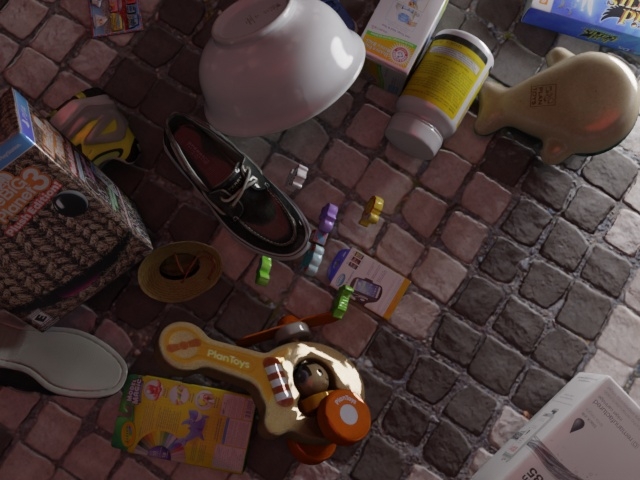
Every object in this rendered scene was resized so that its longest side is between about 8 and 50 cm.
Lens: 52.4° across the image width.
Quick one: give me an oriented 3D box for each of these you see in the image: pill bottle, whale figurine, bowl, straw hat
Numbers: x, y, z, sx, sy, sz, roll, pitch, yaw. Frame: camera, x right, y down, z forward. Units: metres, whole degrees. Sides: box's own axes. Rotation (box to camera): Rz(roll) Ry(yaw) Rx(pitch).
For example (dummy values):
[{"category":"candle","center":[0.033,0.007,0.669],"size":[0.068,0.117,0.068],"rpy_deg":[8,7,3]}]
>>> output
[{"category":"pill bottle","center":[0.206,-0.254,1.148],"size":[0.119,0.119,0.208],"rpy_deg":[30,81,4]},{"category":"whale figurine","center":[0.417,-0.231,1.158],"size":[0.272,0.141,0.216],"rpy_deg":[0,80,24]},{"category":"bowl","center":[-0.087,-0.316,1.070],"size":[0.298,0.134,0.297],"rpy_deg":[-15,46,16]},{"category":"straw hat","center":[-0.244,0.037,1.122],"size":[0.145,0.144,0.061],"rpy_deg":[-22,43,-4]}]

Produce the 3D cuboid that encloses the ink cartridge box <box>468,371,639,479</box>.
[{"category":"ink cartridge box","center":[0.415,0.384,1.047],"size":[0.283,0.117,0.207],"rpy_deg":[-42,84,-7]}]

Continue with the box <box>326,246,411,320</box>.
[{"category":"box","center":[0.080,0.072,1.141],"size":[0.136,0.028,0.081],"rpy_deg":[31,82,7]}]

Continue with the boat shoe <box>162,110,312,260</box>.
[{"category":"boat shoe","center":[-0.154,-0.089,1.117],"size":[0.335,0.119,0.121],"rpy_deg":[40,83,6]}]

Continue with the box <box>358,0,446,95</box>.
[{"category":"box","center":[0.147,-0.382,1.170],"size":[0.103,0.114,0.203],"rpy_deg":[27,82,4]}]

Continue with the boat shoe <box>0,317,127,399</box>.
[{"category":"boat shoe","center":[-0.465,0.202,1.085],"size":[0.303,0.091,0.114],"rpy_deg":[18,54,4]}]

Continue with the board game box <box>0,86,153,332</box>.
[{"category":"board game box","center":[-0.448,-0.036,0.997],"size":[0.232,0.291,0.141],"rpy_deg":[-37,45,1]}]

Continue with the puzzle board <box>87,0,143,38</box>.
[{"category":"puzzle board","center":[-0.391,-0.449,1.228],"size":[0.096,0.011,0.128],"rpy_deg":[-10,81,-2]}]

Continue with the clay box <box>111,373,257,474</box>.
[{"category":"clay box","center":[-0.223,0.302,1.086],"size":[0.222,0.053,0.127],"rpy_deg":[11,79,2]}]

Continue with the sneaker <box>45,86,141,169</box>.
[{"category":"sneaker","center":[-0.477,-0.087,1.107],"size":[0.385,0.145,0.147],"rpy_deg":[-42,102,2]}]

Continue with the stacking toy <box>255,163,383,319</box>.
[{"category":"stacking toy","center":[0.000,0.000,1.082],"size":[0.167,0.052,0.221],"rpy_deg":[23,76,-19]}]

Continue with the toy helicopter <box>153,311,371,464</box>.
[{"category":"toy helicopter","center":[-0.087,0.197,1.040],"size":[0.355,0.140,0.235],"rpy_deg":[21,50,-18]}]

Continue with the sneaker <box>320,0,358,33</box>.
[{"category":"sneaker","center":[-0.018,-0.442,1.195],"size":[0.211,0.081,0.080],"rpy_deg":[41,81,4]}]

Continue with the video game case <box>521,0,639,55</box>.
[{"category":"video game case","center":[0.542,-0.494,1.220],"size":[0.270,0.061,0.244],"rpy_deg":[17,82,2]}]
